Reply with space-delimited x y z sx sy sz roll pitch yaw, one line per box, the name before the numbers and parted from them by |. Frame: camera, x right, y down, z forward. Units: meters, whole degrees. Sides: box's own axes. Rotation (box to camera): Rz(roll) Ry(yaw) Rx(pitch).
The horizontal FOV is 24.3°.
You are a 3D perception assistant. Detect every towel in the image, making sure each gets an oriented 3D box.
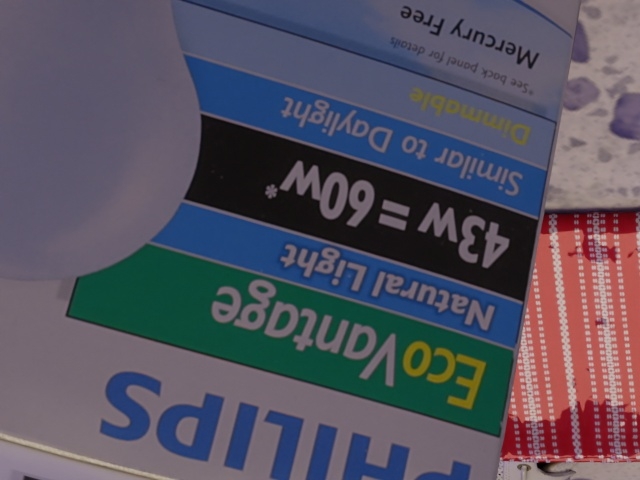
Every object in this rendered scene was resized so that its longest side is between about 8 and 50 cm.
towel | 0.193 0.075 1.060 0.274 0.031 0.199 -2 110 14

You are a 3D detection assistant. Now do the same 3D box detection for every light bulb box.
light bulb box | -0.084 -0.039 0.744 0.358 0.361 0.225 16 159 -8

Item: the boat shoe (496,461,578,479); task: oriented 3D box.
boat shoe | 0.170 0.171 1.206 0.096 0.098 0.277 -2 140 17
